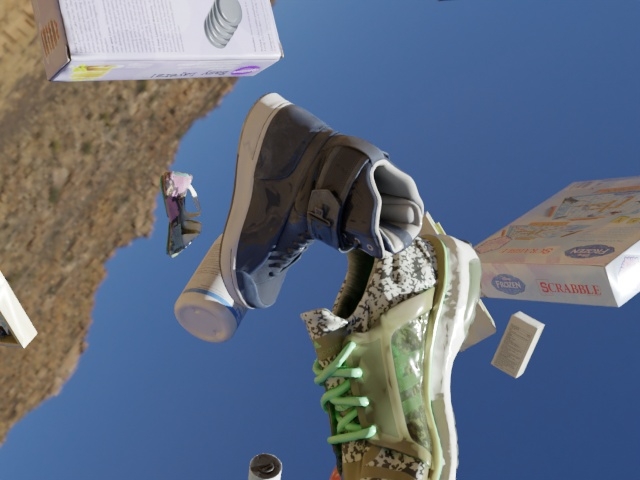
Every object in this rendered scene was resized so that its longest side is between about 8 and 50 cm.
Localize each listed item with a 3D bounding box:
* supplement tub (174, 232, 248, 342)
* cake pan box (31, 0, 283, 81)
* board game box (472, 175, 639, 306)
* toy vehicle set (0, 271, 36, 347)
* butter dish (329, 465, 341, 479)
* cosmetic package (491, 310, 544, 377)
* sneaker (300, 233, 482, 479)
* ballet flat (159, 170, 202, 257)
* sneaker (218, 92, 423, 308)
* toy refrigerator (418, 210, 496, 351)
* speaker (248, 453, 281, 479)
[{"bbox_3d":[-0.103,0.050,0.909,0.071,0.071,0.107,-25,-152,44],"label":"supplement tub"},{"bbox_3d":[-0.179,-0.298,0.862,0.245,0.267,0.070,-12,178,-40],"label":"cake pan box"},{"bbox_3d":[0.413,-0.008,1.285,0.318,0.066,0.318,-30,-166,-26],"label":"board game box"},{"bbox_3d":[-0.565,0.050,1.308,0.166,0.267,0.035,0,-144,30],"label":"toy vehicle set"},{"bbox_3d":[0.081,0.531,1.936,0.160,0.118,0.160,-25,-168,25],"label":"butter dish"},{"bbox_3d":[0.386,0.203,1.659,0.041,0.060,0.115,-12,128,-55],"label":"cosmetic package"},{"bbox_3d":[0.040,0.145,0.891,0.158,0.182,0.410,-33,-144,49],"label":"sneaker"},{"bbox_3d":[-0.283,-0.048,1.737,0.077,0.079,0.221,-92,-175,-49],"label":"ballet flat"},{"bbox_3d":[-0.001,0.000,0.757,0.086,0.163,0.226,-43,152,-46],"label":"sneaker"},{"bbox_3d":[0.250,0.078,1.706,0.094,0.269,0.102,-31,180,10],"label":"toy refrigerator"},{"bbox_3d":[-0.098,0.426,1.441,0.055,0.055,0.136,-81,179,-54],"label":"speaker"}]
